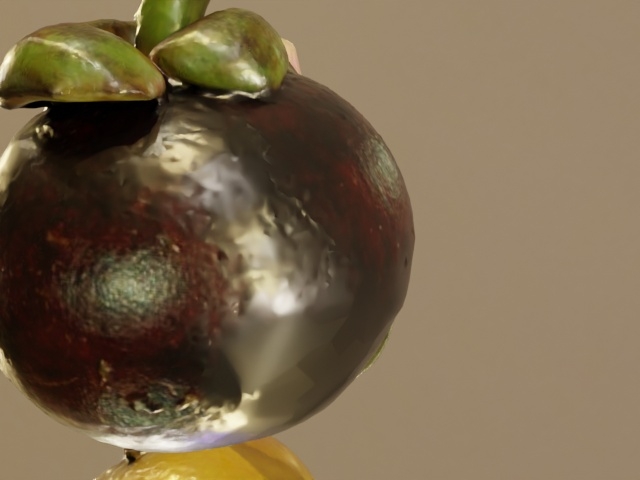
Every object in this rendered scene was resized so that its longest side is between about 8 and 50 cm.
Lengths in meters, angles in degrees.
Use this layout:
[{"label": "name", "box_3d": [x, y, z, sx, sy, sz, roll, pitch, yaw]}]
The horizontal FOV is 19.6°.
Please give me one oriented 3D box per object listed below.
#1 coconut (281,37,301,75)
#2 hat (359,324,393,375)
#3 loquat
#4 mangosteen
[{"label": "coconut", "box_3d": [-0.114, -0.078, 1.860, 0.233, 0.233, 0.245, 22, -51, 46]}, {"label": "hat", "box_3d": [0.000, 0.000, 1.675, 0.252, 0.110, 0.252, 20, -58, 35]}, {"label": "loquat", "box_3d": [-0.118, 0.299, 1.852, 0.275, 0.275, 0.274, 35, -41, 37]}, {"label": "mangosteen", "box_3d": [-0.092, -0.008, 1.289, 0.330, 0.330, 0.330, 35, -41, 37]}]
